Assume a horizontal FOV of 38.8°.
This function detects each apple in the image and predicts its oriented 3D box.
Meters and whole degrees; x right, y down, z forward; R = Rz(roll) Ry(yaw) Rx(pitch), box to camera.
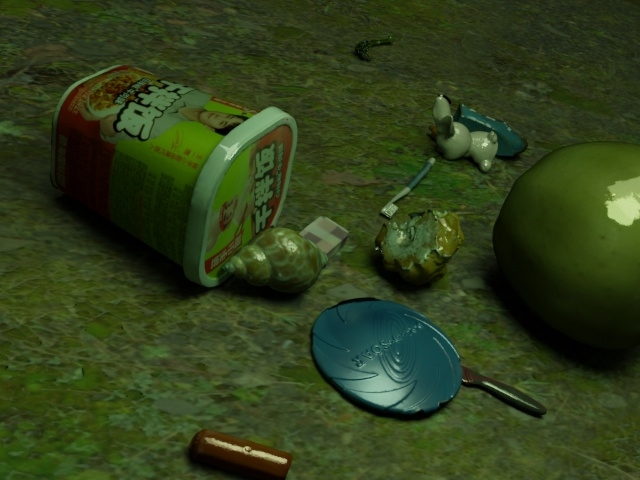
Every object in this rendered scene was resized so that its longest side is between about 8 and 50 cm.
[{"bbox_3d":[0.474,0.001,1.547,0.357,0.357,0.357,15,36,-11],"label":"apple"}]

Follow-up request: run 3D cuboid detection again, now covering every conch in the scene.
[{"bbox_3d":[-0.056,0.032,1.424,0.116,0.106,0.173,42,14,10],"label":"conch"}]

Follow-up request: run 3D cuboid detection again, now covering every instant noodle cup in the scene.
[{"bbox_3d":[-0.235,-0.120,1.413,0.308,0.294,0.294,25,35,17],"label":"instant noodle cup"}]

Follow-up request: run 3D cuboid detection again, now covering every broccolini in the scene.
[{"bbox_3d":[0.131,-0.493,2.268,0.052,0.054,0.194,14,29,22],"label":"broccolini"}]

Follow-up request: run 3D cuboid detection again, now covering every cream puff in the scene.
[{"bbox_3d":[0.180,0.013,1.557,0.156,0.156,0.121,-5,74,-33],"label":"cream puff"}]

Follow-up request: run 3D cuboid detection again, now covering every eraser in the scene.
[{"bbox_3d":[0.000,0.000,1.562,0.065,0.026,0.105,30,36,16],"label":"eraser"}]

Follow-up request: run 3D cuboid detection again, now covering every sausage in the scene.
[{"bbox_3d":[-0.101,0.270,1.140,0.131,0.041,0.039,17,57,-7],"label":"sausage"}]

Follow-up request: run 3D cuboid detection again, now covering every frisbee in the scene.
[{"bbox_3d":[0.105,0.163,1.380,0.242,0.045,0.242,13,36,-9],"label":"frisbee"}]

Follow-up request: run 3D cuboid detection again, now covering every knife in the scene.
[{"bbox_3d":[0.236,0.216,1.417,0.247,0.018,0.035,24,38,7],"label":"knife"}]

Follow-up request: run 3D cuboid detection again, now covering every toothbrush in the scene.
[{"bbox_3d":[0.181,-0.107,1.805,0.025,0.019,0.276,35,37,8],"label":"toothbrush"}]

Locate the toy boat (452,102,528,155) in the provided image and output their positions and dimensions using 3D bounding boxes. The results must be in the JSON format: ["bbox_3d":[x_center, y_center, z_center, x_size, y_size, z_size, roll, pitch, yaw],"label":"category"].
[{"bbox_3d":[0.381,-0.245,2.044,0.185,0.075,0.077,26,44,1],"label":"toy boat"}]

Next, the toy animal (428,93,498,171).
[{"bbox_3d":[0.291,-0.234,1.948,0.182,0.127,0.131,18,40,-26],"label":"toy animal"}]
